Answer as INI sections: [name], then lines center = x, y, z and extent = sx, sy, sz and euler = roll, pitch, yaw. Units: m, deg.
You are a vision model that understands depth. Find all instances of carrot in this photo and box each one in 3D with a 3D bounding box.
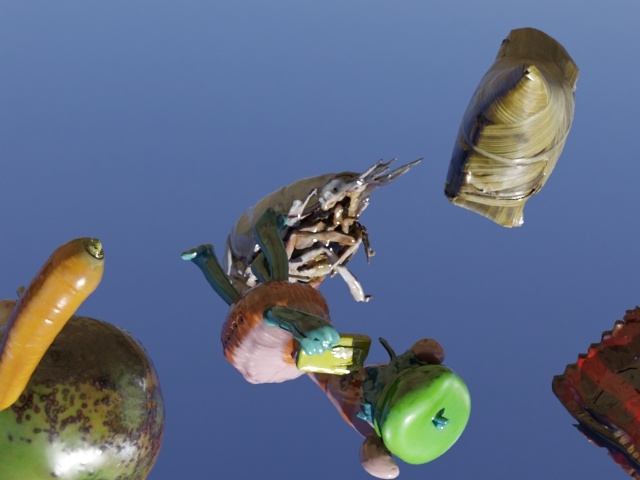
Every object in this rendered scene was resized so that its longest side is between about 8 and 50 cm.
[carrot]
center = -0.302, 0.094, 1.538
extent = 0.062, 0.271, 0.066
euler = 28, -151, -17

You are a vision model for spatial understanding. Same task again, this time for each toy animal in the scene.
[toy animal]
center = -0.005, 0.056, 0.885
extent = 0.100, 0.103, 0.208
euler = -41, -130, -5

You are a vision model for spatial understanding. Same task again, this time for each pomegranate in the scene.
[pomegranate]
center = -0.340, 0.184, 1.820
extent = 0.284, 0.285, 0.341
euler = -3, -136, -26

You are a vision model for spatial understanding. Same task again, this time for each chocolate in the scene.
[chocolate]
center = 0.223, 0.128, 0.873
extent = 0.086, 0.028, 0.182
euler = -38, -99, -16

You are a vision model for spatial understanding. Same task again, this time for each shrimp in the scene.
[shrimp]
center = -0.005, -0.006, 1.556
extent = 0.116, 0.343, 0.145
euler = 17, -122, -29

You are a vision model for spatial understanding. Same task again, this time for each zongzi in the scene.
[zongzi]
center = 0.262, -0.203, 1.835
extent = 0.134, 0.288, 0.286
euler = 17, -124, 7
